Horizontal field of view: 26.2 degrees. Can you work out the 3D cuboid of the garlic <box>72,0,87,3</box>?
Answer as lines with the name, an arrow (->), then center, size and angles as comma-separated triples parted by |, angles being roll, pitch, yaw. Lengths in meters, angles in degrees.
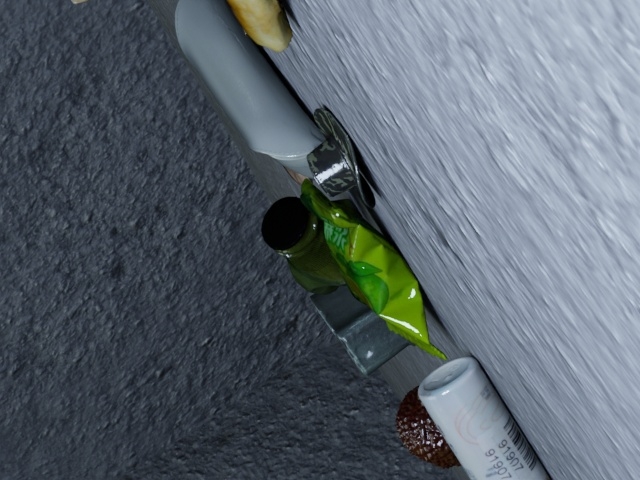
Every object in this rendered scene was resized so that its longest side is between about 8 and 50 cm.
garlic -> -0.333, -0.440, 2.171 | 0.145, 0.164, 0.245 | 40, -176, -6

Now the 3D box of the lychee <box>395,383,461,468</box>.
lychee -> 0.161, 0.230, 1.744 | 0.129, 0.123, 0.123 | 26, -167, -29

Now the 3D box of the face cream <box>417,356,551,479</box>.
face cream -> 0.212, 0.262, 1.584 | 0.269, 0.082, 0.082 | 57, 177, -12

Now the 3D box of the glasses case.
glasses case -> -0.086, -0.180, 1.678 | 0.308, 0.083, 0.128 | 55, 176, 29

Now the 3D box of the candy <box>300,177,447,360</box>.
candy -> 0.064, 0.032, 1.653 | 0.246, 0.069, 0.149 | 61, 171, -22

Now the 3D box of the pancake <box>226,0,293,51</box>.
pancake -> -0.122, -0.306, 1.220 | 0.244, 0.057, 0.266 | 55, 177, 38

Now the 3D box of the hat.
hat -> 0.014, -0.080, 1.452 | 0.121, 0.050, 0.121 | 60, 178, 4

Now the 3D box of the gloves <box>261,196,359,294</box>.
gloves -> 0.009, 0.007, 1.802 | 0.107, 0.135, 0.268 | 34, -175, 19

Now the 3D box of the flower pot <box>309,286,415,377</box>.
flower pot -> 0.067, 0.119, 2.112 | 0.103, 0.108, 0.229 | 58, 178, -23

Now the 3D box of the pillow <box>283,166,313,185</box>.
pillow -> -0.071, -0.168, 2.048 | 0.211, 0.034, 0.135 | 59, 180, -16
